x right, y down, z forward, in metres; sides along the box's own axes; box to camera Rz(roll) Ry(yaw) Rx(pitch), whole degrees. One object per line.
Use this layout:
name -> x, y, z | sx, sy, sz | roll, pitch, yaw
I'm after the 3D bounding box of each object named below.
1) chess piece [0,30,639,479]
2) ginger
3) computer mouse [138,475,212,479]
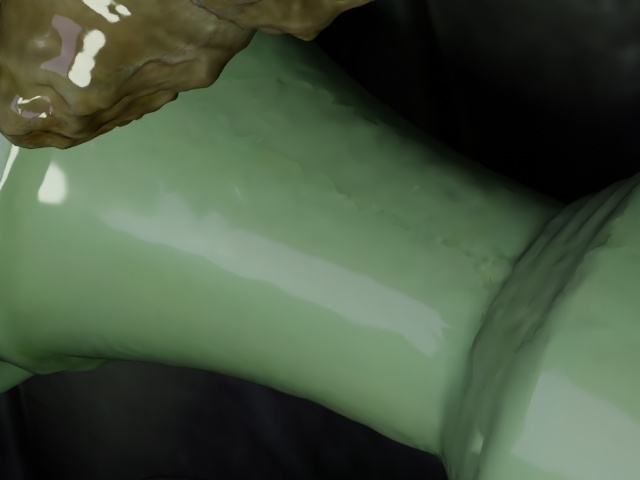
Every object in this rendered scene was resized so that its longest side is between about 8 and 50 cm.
chess piece -> 0.000, 0.000, 0.474 | 0.299, 0.194, 0.194 | 25, 115, 25
ginger -> 0.034, -0.158, 0.380 | 0.166, 0.080, 0.333 | 22, 80, 46
computer mouse -> 0.033, 0.140, 0.522 | 0.232, 0.057, 0.120 | 27, 147, 31
